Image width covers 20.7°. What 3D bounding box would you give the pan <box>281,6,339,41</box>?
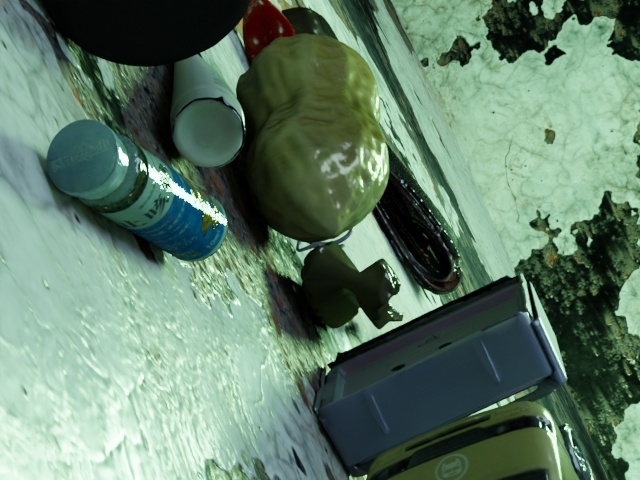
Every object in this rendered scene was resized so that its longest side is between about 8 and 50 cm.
[{"bbox_3d":[-0.005,-0.275,2.377,0.128,0.048,0.202,57,11,-28],"label":"pan"}]

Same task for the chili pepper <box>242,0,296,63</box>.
[{"bbox_3d":[-0.045,-0.192,1.908,0.050,0.059,0.191,16,49,-66],"label":"chili pepper"}]

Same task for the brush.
[{"bbox_3d":[0.044,0.058,1.639,0.301,0.084,0.071,45,61,-77],"label":"brush"}]

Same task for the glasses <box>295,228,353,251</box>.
[{"bbox_3d":[0.000,0.000,1.719,0.140,0.062,0.104,-107,-172,-47],"label":"glasses"}]

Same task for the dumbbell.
[{"bbox_3d":[-0.132,-0.241,1.283,0.152,0.152,0.218,56,11,-35],"label":"dumbbell"}]

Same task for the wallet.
[{"bbox_3d":[0.108,-0.061,2.357,0.262,0.071,0.221,55,11,-6],"label":"wallet"}]

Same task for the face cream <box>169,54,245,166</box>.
[{"bbox_3d":[-0.093,-0.111,1.449,0.092,0.058,0.244,56,5,-15],"label":"face cream"}]

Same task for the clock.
[{"bbox_3d":[0.098,0.108,1.436,0.073,0.193,0.145,63,10,-10],"label":"clock"}]

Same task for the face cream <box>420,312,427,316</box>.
[{"bbox_3d":[0.135,0.124,1.872,0.101,0.101,0.251,65,9,13],"label":"face cream"}]

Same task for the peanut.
[{"bbox_3d":[-0.009,-0.097,1.621,0.149,0.149,0.313,57,15,-30],"label":"peanut"}]

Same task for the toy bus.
[{"bbox_3d":[0.177,0.313,1.356,0.365,0.177,0.202,59,16,-26],"label":"toy bus"}]

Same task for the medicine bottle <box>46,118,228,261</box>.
[{"bbox_3d":[-0.113,-0.029,1.115,0.051,0.051,0.191,66,11,18],"label":"medicine bottle"}]
